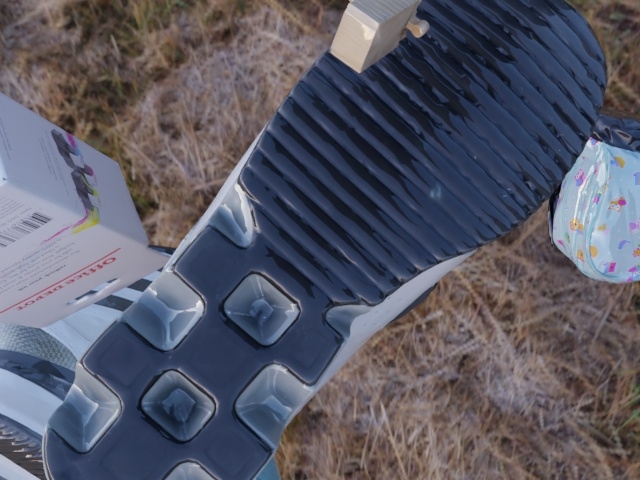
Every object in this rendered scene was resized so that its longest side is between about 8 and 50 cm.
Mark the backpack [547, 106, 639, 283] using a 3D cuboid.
[{"bbox_3d":[0.322,-0.047,1.072,0.152,0.182,0.115,9,18,-11],"label":"backpack"}]

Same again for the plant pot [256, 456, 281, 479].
[{"bbox_3d":[-0.174,0.277,1.060,0.293,0.293,0.235,-42,34,-17],"label":"plant pot"}]

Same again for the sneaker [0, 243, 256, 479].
[{"bbox_3d":[-0.095,0.161,0.836,0.169,0.447,0.257,-14,40,36],"label":"sneaker"}]

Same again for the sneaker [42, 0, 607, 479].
[{"bbox_3d":[0.000,0.000,0.506,0.330,0.146,0.122,-43,90,-3],"label":"sneaker"}]

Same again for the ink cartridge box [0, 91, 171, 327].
[{"bbox_3d":[-0.168,-0.010,0.534,0.104,0.181,0.061,-27,71,9],"label":"ink cartridge box"}]

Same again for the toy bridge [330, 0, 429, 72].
[{"bbox_3d":[-0.032,-0.136,0.397,0.188,0.026,0.063,38,47,12],"label":"toy bridge"}]
